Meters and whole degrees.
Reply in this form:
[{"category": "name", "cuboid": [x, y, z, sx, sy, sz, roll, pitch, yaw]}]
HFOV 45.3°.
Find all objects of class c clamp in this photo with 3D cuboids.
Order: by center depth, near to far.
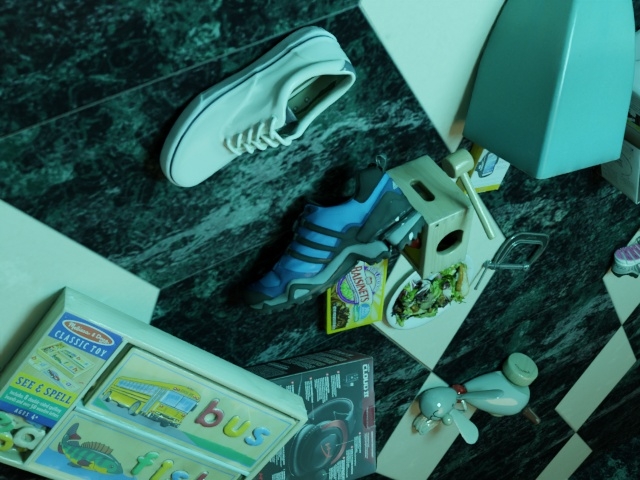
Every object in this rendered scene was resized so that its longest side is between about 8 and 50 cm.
[{"category": "c clamp", "cuboid": [0.387, 0.036, 1.538, 0.161, 0.022, 0.137, -3, 127, -36]}]

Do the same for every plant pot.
[{"category": "plant pot", "cuboid": [0.327, -0.236, 1.064, 0.165, 0.166, 0.234, -15, 127, -27]}]

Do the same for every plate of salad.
[{"category": "plate of salad", "cuboid": [0.213, 0.104, 1.441, 0.200, 0.048, 0.199, -23, 143, -19]}]

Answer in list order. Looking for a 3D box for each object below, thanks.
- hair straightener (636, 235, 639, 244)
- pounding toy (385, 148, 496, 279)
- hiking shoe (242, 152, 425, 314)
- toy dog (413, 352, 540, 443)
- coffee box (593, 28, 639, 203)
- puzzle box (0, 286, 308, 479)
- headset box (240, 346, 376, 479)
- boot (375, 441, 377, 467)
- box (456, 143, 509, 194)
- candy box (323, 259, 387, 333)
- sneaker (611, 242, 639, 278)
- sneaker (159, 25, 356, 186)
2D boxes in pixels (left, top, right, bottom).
[{"category": "hair straightener", "cuboid": [0.752, -0.069, 1.712, 0.089, 0.047, 0.230, -17, 144, -25]}, {"category": "pounding toy", "cuboid": [0.166, -0.042, 1.125, 0.094, 0.181, 0.206, -24, 142, -17]}, {"category": "hiking shoe", "cuboid": [0.000, 0.000, 1.116, 0.304, 0.132, 0.113, -30, -178, 20]}, {"category": "toy dog", "cuboid": [0.397, 0.398, 1.823, 0.334, 0.161, 0.220, -22, 141, -20]}, {"category": "coffee box", "cuboid": [0.571, -0.221, 1.318, 0.168, 0.119, 0.297, -35, 144, -5]}, {"category": "puzzle box", "cuboid": [-0.253, 0.257, 1.096, 0.409, 0.052, 0.272, 31, 108, -29]}, {"category": "headset box", "cuboid": [-0.025, 0.318, 1.340, 0.293, 0.110, 0.218, -7, 98, -35]}, {"category": "boot", "cuboid": [0.039, 0.448, 1.664, 0.115, 0.112, 0.305, -15, 155, 21]}, {"category": "box", "cuboid": [0.278, -0.139, 1.245, 0.081, 0.028, 0.136, -10, 134, -32]}, {"category": "candy box", "cuboid": [0.057, 0.078, 1.284, 0.105, 0.027, 0.206, -14, 140, -12]}, {"category": "sneaker", "cuboid": [0.755, 0.049, 1.822, 0.170, 0.063, 0.074, -10, 136, -25]}, {"category": "sneaker", "cuboid": [-0.074, -0.144, 0.888, 0.258, 0.091, 0.094, -40, 144, 5]}]
